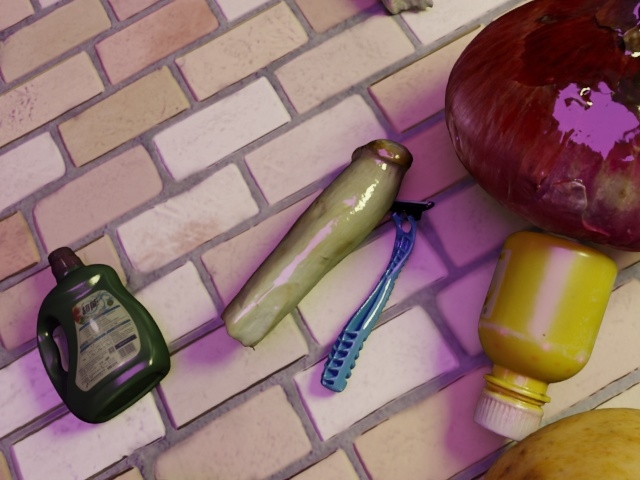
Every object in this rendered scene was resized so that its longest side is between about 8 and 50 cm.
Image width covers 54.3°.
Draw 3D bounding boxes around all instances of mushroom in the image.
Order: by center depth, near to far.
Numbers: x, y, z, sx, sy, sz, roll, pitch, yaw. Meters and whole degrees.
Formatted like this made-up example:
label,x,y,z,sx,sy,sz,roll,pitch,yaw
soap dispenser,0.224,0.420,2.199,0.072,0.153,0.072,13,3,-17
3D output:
label,x,y,z,sx,sy,sz,roll,pitch,yaw
mushroom,0.000,0.000,0.763,0.081,0.100,0.312,41,81,-4

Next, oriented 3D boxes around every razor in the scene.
label,x,y,z,sx,sy,sz,roll,pitch,yaw
razor,0.066,0.065,0.758,0.082,0.042,0.253,8,68,56

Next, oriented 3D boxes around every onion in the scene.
label,x,y,z,sx,sy,sz,roll,pitch,yaw
onion,0.313,-0.163,0.657,0.348,0.285,0.347,1,52,-1

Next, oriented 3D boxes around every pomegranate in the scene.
label,x,y,z,sx,sy,sz,roll,pitch,yaw
pomegranate,0.264,0.270,0.546,0.260,0.260,0.260,-3,72,8

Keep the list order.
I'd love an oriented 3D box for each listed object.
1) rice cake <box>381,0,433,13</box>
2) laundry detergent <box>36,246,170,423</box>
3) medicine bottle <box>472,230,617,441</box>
label,x,y,z,sx,sy,sz,roll,pitch,yaw
rice cake,0.036,-0.486,0.930,0.064,0.070,0.399,-32,70,2
laundry detergent,-0.292,0.107,0.781,0.144,0.078,0.221,-40,71,-1
medicine bottle,0.230,0.106,0.677,0.122,0.122,0.212,19,86,14
